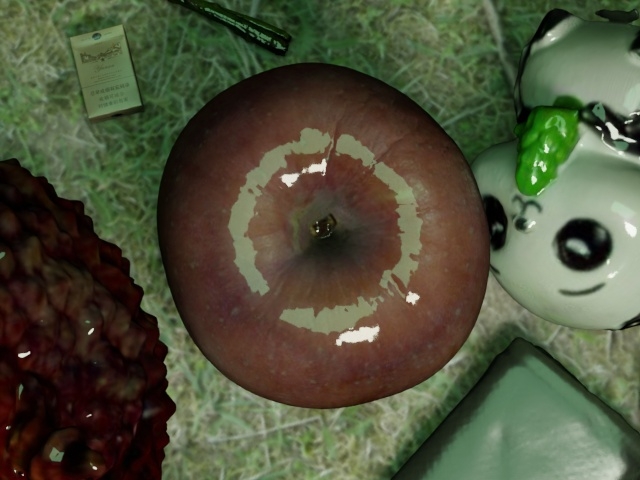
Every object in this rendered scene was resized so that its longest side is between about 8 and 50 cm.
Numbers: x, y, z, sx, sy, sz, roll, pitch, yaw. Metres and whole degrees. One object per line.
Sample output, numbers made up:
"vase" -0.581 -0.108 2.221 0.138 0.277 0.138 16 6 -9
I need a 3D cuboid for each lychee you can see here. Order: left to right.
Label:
"lychee" -0.314 0.127 1.501 0.424 0.500 0.425 -5 100 -32

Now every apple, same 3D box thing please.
"apple" 0.000 0.000 1.642 0.305 0.235 0.306 0 82 2

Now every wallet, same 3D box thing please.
"wallet" 0.158 0.223 1.688 0.168 0.052 0.245 43 87 9

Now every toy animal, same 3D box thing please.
"toy animal" 0.238 -0.059 1.661 0.212 0.212 0.267 24 76 6

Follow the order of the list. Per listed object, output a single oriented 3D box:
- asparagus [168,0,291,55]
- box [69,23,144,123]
"asparagus" -0.134 -0.230 1.799 0.233 0.022 0.023 25 124 4
"box" -0.199 -0.155 1.784 0.053 0.024 0.083 -13 77 -2
